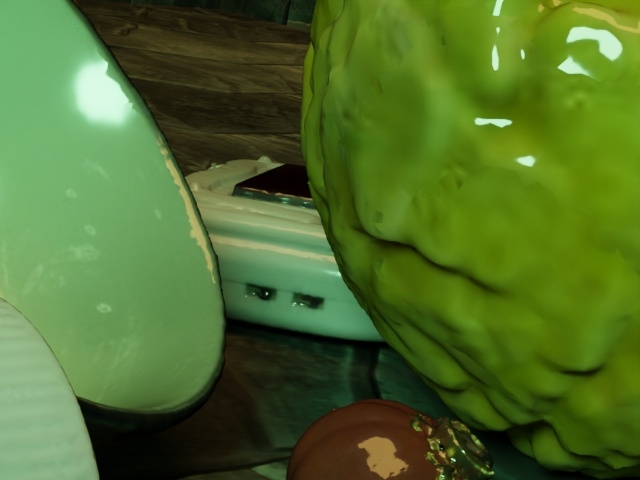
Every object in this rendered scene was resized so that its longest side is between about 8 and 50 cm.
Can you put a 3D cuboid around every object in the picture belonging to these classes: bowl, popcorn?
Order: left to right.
[{"bbox_3d":[-0.220,-0.023,0.712,0.185,0.354,0.354,-34,3,15],"label":"bowl"},{"bbox_3d":[0.163,-0.039,0.837,0.354,0.344,0.390,6,21,-32],"label":"popcorn"}]

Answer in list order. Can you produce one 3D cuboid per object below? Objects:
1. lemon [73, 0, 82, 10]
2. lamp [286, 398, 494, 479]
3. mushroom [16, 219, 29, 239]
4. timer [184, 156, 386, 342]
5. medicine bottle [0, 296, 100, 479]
[{"bbox_3d":[-0.294,-0.119,1.104,0.310,0.253,0.253,13,13,7],"label":"lemon"},{"bbox_3d":[0.031,0.113,0.658,0.101,0.090,0.101,40,16,-14],"label":"lamp"},{"bbox_3d":[-0.152,0.007,0.933,0.154,0.122,0.154,-29,18,11],"label":"mushroom"},{"bbox_3d":[0.000,0.001,1.129,0.237,0.087,0.262,12,12,13],"label":"timer"},{"bbox_3d":[-0.209,0.090,0.413,0.273,0.165,0.165,-3,18,-40],"label":"medicine bottle"}]
